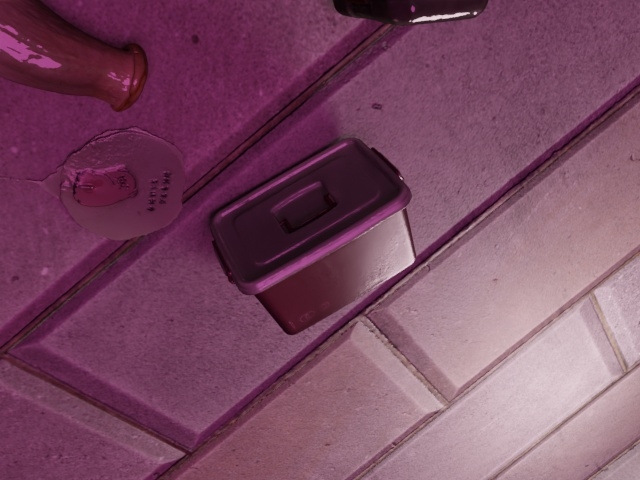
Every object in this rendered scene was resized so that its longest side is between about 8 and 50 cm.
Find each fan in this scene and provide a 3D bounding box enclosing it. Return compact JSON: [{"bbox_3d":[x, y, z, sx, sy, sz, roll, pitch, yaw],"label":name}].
[{"bbox_3d":[-0.340,-0.077,0.795,0.311,0.010,0.182,1,120,-26],"label":"fan"}]

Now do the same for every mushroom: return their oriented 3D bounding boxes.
[{"bbox_3d":[-0.324,-0.225,0.655,0.247,0.108,0.096,24,149,-33],"label":"mushroom"}]

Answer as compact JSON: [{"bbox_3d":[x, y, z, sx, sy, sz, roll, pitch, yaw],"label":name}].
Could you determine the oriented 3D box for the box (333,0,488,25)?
[{"bbox_3d":[0.105,-0.342,0.710,0.148,0.210,0.129,-12,117,-18],"label":"box"}]

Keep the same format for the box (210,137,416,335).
[{"bbox_3d":[0.000,0.000,0.895,0.294,0.193,0.167,-31,134,-4],"label":"box"}]
